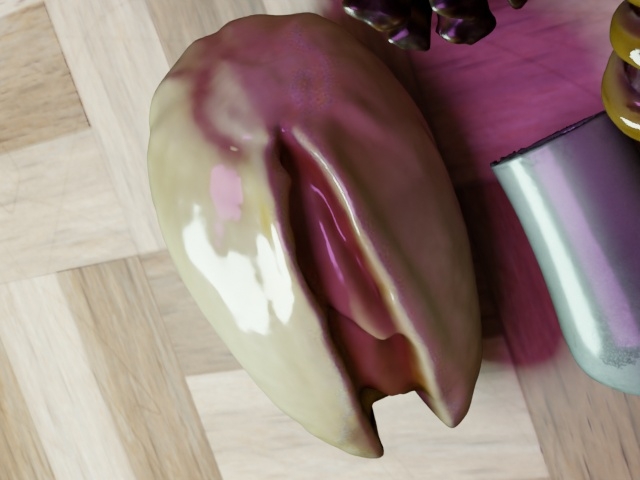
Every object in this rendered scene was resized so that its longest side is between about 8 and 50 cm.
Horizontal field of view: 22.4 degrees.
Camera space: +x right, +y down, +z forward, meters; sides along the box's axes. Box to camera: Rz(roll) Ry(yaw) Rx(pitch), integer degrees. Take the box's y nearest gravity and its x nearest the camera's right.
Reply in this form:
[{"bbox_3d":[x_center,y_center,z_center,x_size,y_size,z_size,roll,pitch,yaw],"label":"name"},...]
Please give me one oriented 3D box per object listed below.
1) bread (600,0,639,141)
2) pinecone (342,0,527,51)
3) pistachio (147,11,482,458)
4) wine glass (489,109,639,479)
[{"bbox_3d":[0.227,-0.153,0.903,0.134,0.081,0.225,20,121,32],"label":"bread"},{"bbox_3d":[0.060,-0.223,0.929,0.202,0.229,0.201,56,171,28],"label":"pinecone"},{"bbox_3d":[0.000,0.000,1.099,0.193,0.214,0.318,-21,106,2],"label":"pistachio"},{"bbox_3d":[0.195,0.035,1.004,0.103,0.103,0.231,-26,91,43],"label":"wine glass"}]
